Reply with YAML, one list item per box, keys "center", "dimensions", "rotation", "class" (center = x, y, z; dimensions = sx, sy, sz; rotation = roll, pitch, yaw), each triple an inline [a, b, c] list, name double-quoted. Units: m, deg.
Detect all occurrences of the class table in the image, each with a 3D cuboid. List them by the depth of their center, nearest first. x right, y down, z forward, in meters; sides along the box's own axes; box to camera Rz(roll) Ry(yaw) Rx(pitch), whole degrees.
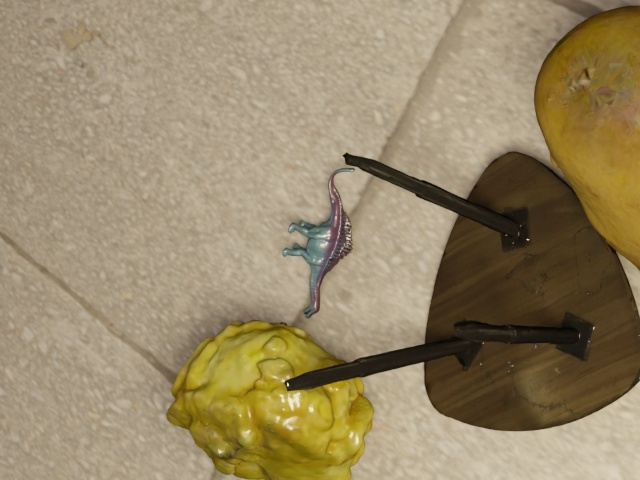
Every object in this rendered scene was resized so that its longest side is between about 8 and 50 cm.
- center: [0.127, 0.043, 1.448]
  dimensions: [0.317, 0.249, 0.317]
  rotation: [-9, 78, 49]
  class: "table"

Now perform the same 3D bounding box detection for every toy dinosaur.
- center: [0.000, 0.000, 1.714]
  dimensions: [0.080, 0.045, 0.197]
  rotation: [19, 101, 23]
  class: "toy dinosaur"

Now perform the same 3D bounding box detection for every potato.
- center: [0.369, -0.050, 1.313]
  dimensions: [0.290, 0.296, 0.397]
  rotation: [-42, 60, 25]
  class: "potato"

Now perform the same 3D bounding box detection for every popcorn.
- center: [-0.054, 0.194, 1.632]
  dimensions: [0.266, 0.233, 0.192]
  rotation: [-32, 33, 62]
  class: "popcorn"
